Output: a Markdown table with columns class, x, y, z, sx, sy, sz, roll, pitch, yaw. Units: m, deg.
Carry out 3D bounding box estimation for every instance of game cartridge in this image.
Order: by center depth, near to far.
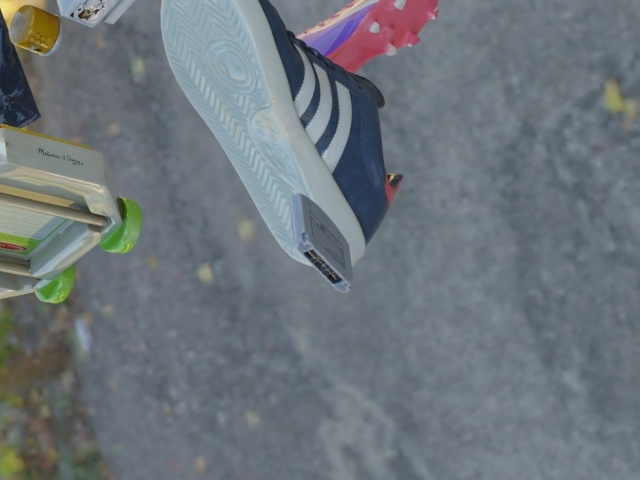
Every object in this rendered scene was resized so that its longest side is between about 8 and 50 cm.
| class | x | y | z | sx | sy | sz | roll | pitch | yaw |
| --- | --- | --- | --- | --- | --- | --- | --- | --- | --- |
| game cartridge | 0.000 | 0.000 | 1.432 | 0.083 | 0.017 | 0.056 | 47 | -148 | -45 |

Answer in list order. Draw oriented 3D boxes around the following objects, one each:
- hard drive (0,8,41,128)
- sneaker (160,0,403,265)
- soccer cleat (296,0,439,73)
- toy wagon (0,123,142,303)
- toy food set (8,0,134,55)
| class | x | y | z | sx | sy | sz | roll | pitch | yaw |
| --- | --- | --- | --- | --- | --- | --- | --- | --- | --- |
| hard drive | -0.484 | -0.180 | 2.145 | 0.054 | 0.254 | 0.172 | -126 | 16 | -73 |
| sneaker | -0.025 | -0.143 | 1.652 | 0.131 | 0.148 | 0.350 | 12 | 139 | 41 |
| soccer cleat | 0.027 | -0.217 | 1.894 | 0.095 | 0.248 | 0.083 | 35 | 161 | 35 |
| toy wagon | -0.353 | 0.000 | 1.730 | 0.344 | 0.267 | 0.068 | -34 | 54 | 40 |
| toy food set | -0.176 | -0.252 | 1.595 | 0.232 | 0.104 | 0.111 | -42 | 48 | 30 |
